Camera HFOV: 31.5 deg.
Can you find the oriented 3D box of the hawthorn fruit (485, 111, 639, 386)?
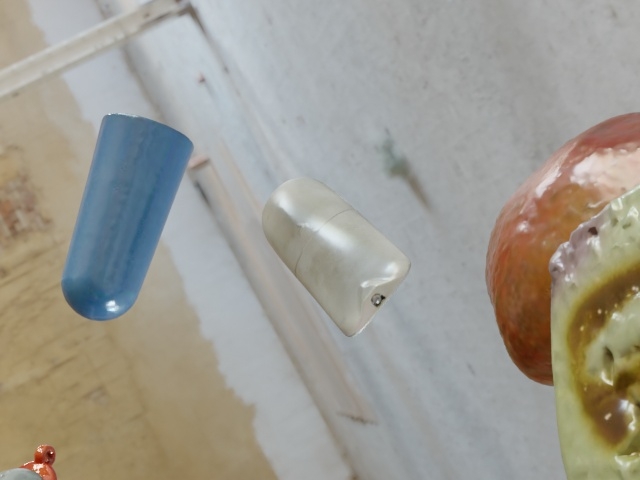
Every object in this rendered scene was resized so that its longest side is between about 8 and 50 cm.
[{"bbox_3d":[0.238,-0.008,0.818,0.210,0.210,0.262,50,129,48],"label":"hawthorn fruit"}]

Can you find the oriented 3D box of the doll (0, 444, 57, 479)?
[{"bbox_3d":[-0.380,0.393,1.323,0.199,0.105,0.336,62,-143,-46],"label":"doll"}]

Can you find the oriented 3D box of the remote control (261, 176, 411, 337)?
[{"bbox_3d":[0.000,0.000,0.882,0.044,0.073,0.229,40,-177,-28],"label":"remote control"}]

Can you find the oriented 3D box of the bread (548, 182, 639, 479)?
[{"bbox_3d":[0.280,0.082,0.560,0.155,0.338,0.187,-36,52,51],"label":"bread"}]

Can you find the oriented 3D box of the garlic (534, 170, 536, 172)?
[{"bbox_3d":[0.348,-0.024,1.260,0.228,0.110,0.217,36,-151,-1],"label":"garlic"}]

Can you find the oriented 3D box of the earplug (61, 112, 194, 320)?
[{"bbox_3d":[-0.272,-0.023,1.541,0.132,0.132,0.273,106,178,-75],"label":"earplug"}]
